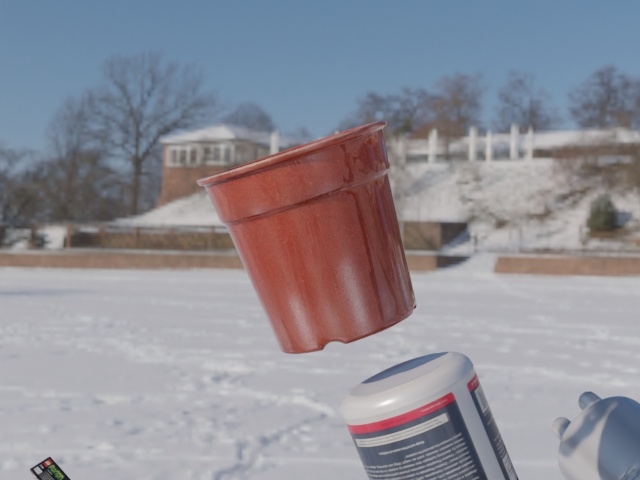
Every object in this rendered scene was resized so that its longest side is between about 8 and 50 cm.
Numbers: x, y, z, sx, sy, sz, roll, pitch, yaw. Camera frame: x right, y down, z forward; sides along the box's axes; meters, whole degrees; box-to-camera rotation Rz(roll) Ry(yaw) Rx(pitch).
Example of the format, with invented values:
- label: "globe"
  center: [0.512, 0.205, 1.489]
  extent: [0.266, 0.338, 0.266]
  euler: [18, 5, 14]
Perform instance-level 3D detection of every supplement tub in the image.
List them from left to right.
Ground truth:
- label: "supplement tub"
  center: [0.159, 0.304, 1.474]
  extent: [0.191, 0.272, 0.191]
  euler: [-22, 2, 1]

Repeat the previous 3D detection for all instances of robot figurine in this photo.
- label: "robot figurine"
  center: [0.568, 0.417, 1.961]
  extent: [0.200, 0.300, 0.353]
  euler: [40, 4, -35]

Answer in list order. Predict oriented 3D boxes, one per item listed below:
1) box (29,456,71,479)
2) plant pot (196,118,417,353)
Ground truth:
- label: "box"
  center: [-0.333, 0.399, 1.535]
  extent: [0.036, 0.114, 0.207]
  euler: [-32, 37, -25]
- label: "plant pot"
  center: [0.000, 0.000, 1.502]
  extent: [0.273, 0.265, 0.272]
  euler: [-18, 6, 2]
